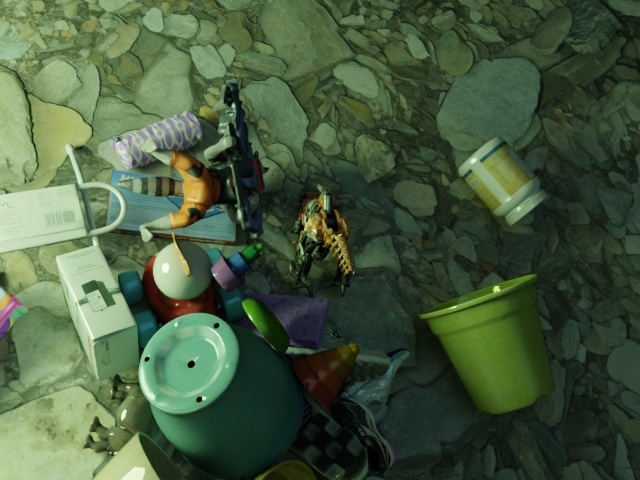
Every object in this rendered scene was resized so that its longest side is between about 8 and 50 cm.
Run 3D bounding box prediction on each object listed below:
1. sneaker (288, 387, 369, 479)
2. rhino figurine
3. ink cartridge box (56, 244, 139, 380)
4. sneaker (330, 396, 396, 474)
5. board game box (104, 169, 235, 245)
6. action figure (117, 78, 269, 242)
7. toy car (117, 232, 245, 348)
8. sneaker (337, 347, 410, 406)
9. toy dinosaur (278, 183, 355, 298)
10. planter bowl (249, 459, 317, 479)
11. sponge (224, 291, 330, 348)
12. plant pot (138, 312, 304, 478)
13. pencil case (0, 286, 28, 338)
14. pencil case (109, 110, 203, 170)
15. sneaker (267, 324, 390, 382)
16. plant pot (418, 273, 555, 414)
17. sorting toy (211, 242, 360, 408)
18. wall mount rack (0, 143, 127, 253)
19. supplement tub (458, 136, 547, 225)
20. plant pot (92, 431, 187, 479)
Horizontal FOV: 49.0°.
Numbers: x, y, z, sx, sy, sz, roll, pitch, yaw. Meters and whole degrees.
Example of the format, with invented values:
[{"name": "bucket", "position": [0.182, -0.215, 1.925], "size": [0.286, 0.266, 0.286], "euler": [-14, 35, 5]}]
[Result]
[{"name": "sneaker", "position": [-0.036, 0.380, 1.426], "size": [0.122, 0.146, 0.330], "euler": [-42, 60, -13]}, {"name": "rhino figurine", "position": [-0.357, 0.305, 1.365], "size": [0.106, 0.073, 0.243], "euler": [23, 60, -3]}, {"name": "ink cartridge box", "position": [-0.423, 0.137, 1.341], "size": [0.087, 0.153, 0.208], "euler": [-19, 57, -26]}, {"name": "sneaker", "position": [0.087, 0.405, 1.453], "size": [0.178, 0.072, 0.077], "euler": [47, 20, 6]}, {"name": "board game box", "position": [-0.328, -0.072, 1.568], "size": [0.282, 0.027, 0.144], "euler": [7, 66, -16]}, {"name": "action figure", "position": [-0.247, -0.164, 1.497], "size": [0.330, 0.179, 0.340], "euler": [-11, 99, -49]}, {"name": "toy car", "position": [-0.277, 0.061, 1.385], "size": [0.219, 0.237, 0.210], "euler": [-15, 53, -21]}, {"name": "sneaker", "position": [0.131, 0.311, 1.537], "size": [0.191, 0.071, 0.082], "euler": [-35, 88, -20]}, {"name": "toy dinosaur", "position": [0.000, 0.000, 1.530], "size": [0.165, 0.218, 0.322], "euler": [8, 22, 1]}, {"name": "planter bowl", "position": [-0.103, 0.514, 1.325], "size": [0.217, 0.090, 0.217], "euler": [-5, 97, -49]}, {"name": "sponge", "position": [-0.094, 0.166, 1.474], "size": [0.210, 0.031, 0.117], "euler": [3, 45, 13]}, {"name": "plant pot", "position": [-0.192, 0.263, 1.277], "size": [0.272, 0.255, 0.271], "euler": [-8, 56, 11]}, {"name": "pencil case", "position": [-0.650, 0.192, 1.301], "size": [0.105, 0.104, 0.236], "euler": [30, 61, -4]}, {"name": "pencil case", "position": [-0.369, -0.229, 1.597], "size": [0.206, 0.086, 0.088], "euler": [-25, 44, -27]}, {"name": "sneaker", "position": [0.012, 0.217, 1.483], "size": [0.282, 0.105, 0.115], "euler": [11, 52, 6]}, {"name": "plant pot", "position": [0.391, 0.238, 1.560], "size": [0.276, 0.276, 0.253], "euler": [-17, 84, -24]}, {"name": "sorting toy", "position": [-0.050, 0.150, 1.350], "size": [0.126, 0.127, 0.365], "euler": [-38, 101, 0]}, {"name": "wall mount rack", "position": [-0.586, -0.072, 1.431], "size": [0.350, 0.130, 0.303], "euler": [-12, 75, -23]}, {"name": "supplement tub", "position": [0.469, -0.151, 1.806], "size": [0.144, 0.144, 0.199], "euler": [-36, 82, -28]}, {"name": "plant pot", "position": [-0.346, 0.516, 1.196], "size": [0.274, 0.256, 0.256], "euler": [-37, 82, -13]}]
